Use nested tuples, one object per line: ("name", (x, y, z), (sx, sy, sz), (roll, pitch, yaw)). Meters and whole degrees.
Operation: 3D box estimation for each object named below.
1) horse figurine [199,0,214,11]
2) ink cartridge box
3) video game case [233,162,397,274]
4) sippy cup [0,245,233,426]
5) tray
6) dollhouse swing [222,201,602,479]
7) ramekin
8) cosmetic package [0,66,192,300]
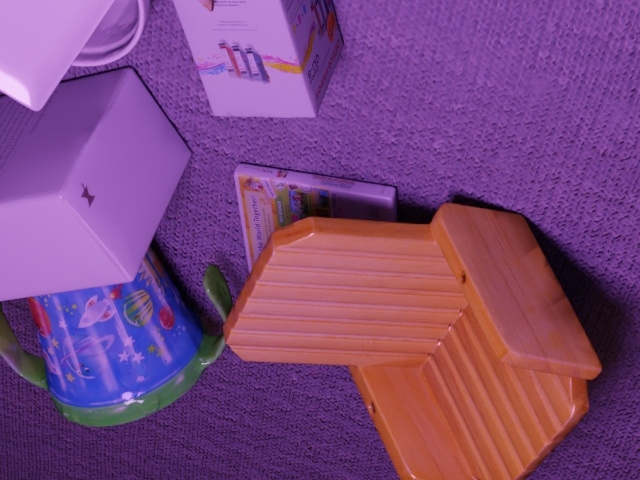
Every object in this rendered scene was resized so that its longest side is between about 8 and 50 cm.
("horse figurine", (-0.115, -0.363, 1.638), (0.174, 0.066, 0.263), (42, 101, 3))
("ink cartridge box", (-0.064, -0.238, 1.768), (0.127, 0.128, 0.176), (4, 138, 20))
("video game case", (0.000, 0.000, 2.090), (0.206, 0.026, 0.227), (9, 140, 14))
("sippy cup", (-0.289, 0.092, 2.183), (0.240, 0.305, 0.224), (43, 155, 55))
("tray", (-0.316, -0.254, 1.765), (0.145, 0.030, 0.270), (33, 139, -12))
("dollhouse swing", (0.094, 0.155, 1.990), (0.305, 0.315, 0.347), (-10, 150, -29))
("ramekin", (-0.274, -0.304, 1.799), (0.207, 0.109, 0.207), (12, 139, 11))
("cosmetic package", (-0.414, -0.053, 2.052), (0.453, 0.230, 0.161), (-8, 133, 32))
